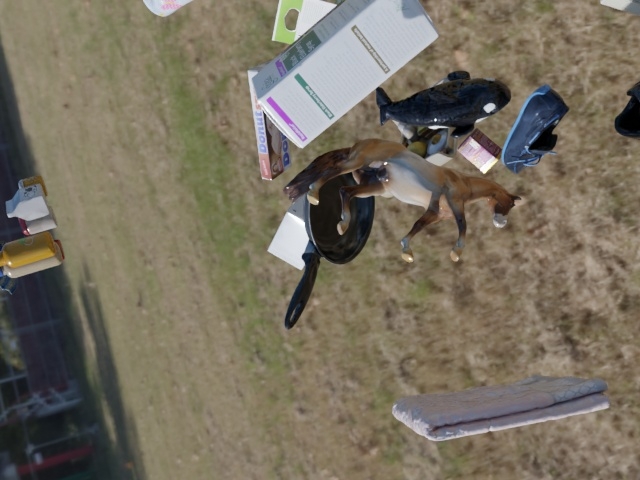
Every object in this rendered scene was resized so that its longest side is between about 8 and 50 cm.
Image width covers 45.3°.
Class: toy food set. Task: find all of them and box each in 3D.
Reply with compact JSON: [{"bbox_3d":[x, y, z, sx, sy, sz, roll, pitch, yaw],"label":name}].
[{"bbox_3d":[-0.487,-0.012,1.249,0.232,0.105,0.111,-123,20,-48],"label":"toy food set"},{"bbox_3d":[0.248,-0.271,1.988,0.220,0.092,0.306,-33,33,42],"label":"toy food set"}]

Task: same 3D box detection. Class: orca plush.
[{"bbox_3d":[0.241,-0.304,1.594,0.287,0.102,0.151,13,80,29],"label":"orca plush"}]

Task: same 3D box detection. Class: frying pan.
[{"bbox_3d":[0.017,0.005,1.324,0.053,0.197,0.326,7,79,37],"label":"frying pan"}]

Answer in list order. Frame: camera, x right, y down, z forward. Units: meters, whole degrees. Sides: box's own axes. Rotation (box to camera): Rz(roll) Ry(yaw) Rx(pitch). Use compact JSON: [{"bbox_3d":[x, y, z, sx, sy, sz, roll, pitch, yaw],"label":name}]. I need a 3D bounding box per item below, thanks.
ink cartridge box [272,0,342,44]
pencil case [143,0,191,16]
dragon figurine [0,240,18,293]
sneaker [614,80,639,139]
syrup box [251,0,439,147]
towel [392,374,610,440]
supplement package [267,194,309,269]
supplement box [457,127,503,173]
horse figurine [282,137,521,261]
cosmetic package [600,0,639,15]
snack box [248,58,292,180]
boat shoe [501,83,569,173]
[{"bbox_3d":[0.030,-0.527,1.783,0.189,0.255,0.097,115,165,-66],"label":"ink cartridge box"},{"bbox_3d":[-0.339,-0.683,1.965,0.273,0.124,0.113,-23,50,29],"label":"pencil case"},{"bbox_3d":[-0.604,0.076,1.372,0.085,0.144,0.289,51,172,-35],"label":"dragon figurine"},{"bbox_3d":[0.626,-0.267,1.344,0.293,0.146,0.102,118,142,-55],"label":"sneaker"},{"bbox_3d":[0.027,-0.240,1.012,0.096,0.237,0.093,47,-168,-28],"label":"syrup box"},{"bbox_3d":[0.303,0.289,1.366,0.332,0.317,0.053,110,150,-81],"label":"towel"},{"bbox_3d":[-0.045,-0.030,1.927,0.105,0.105,0.179,30,141,0],"label":"supplement package"},{"bbox_3d":[0.354,-0.198,1.696,0.083,0.043,0.055,41,138,0],"label":"supplement box"},{"bbox_3d":[0.092,-0.058,0.898,0.263,0.174,0.066,21,136,15],"label":"horse figurine"},{"bbox_3d":[0.597,-0.567,1.332,0.160,0.113,0.309,168,115,-77],"label":"cosmetic package"},{"bbox_3d":[-0.078,-0.188,1.202,0.022,0.064,0.178,10,122,27],"label":"snack box"},{"bbox_3d":[0.443,-0.208,1.594,0.089,0.109,0.258,43,165,20],"label":"boat shoe"}]
